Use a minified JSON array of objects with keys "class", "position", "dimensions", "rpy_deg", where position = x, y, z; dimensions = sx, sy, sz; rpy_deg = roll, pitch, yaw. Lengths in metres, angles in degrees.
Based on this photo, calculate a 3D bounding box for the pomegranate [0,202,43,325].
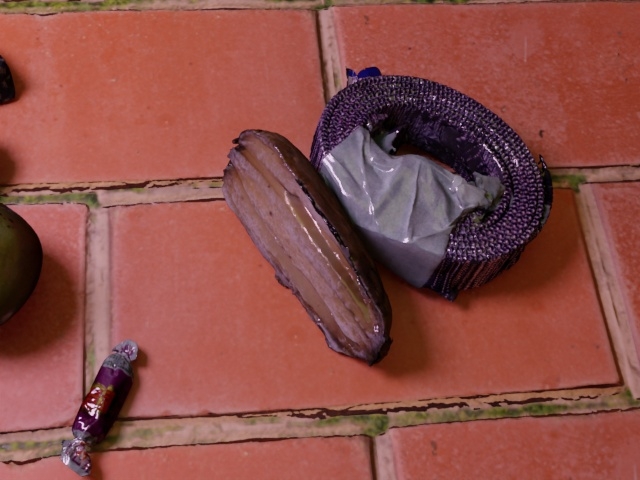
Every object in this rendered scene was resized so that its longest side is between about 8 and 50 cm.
[{"class":"pomegranate","position":[-0.425,0.049,1.096],"dimensions":[0.180,0.180,0.210],"rpy_deg":[27,92,8]}]

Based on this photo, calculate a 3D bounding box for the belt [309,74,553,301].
[{"class":"belt","position":[0.138,-0.082,1.234],"dimensions":[0.325,0.122,0.260],"rpy_deg":[34,61,6]}]

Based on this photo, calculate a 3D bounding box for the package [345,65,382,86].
[{"class":"package","position":[0.063,-0.199,1.344],"dimensions":[0.077,0.033,0.111],"rpy_deg":[1,78,-29]}]

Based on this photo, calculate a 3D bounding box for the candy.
[{"class":"candy","position":[-0.255,0.193,1.098],"dimensions":[0.045,0.043,0.175],"rpy_deg":[18,58,6]}]

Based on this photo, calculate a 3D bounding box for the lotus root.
[{"class":"lotus root","position":[0.001,0.001,1.168],"dimensions":[0.078,0.167,0.329],"rpy_deg":[-25,74,-34]}]

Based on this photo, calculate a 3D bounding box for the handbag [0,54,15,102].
[{"class":"handbag","position":[-0.495,-0.245,1.298],"dimensions":[0.115,0.072,0.139],"rpy_deg":[-19,53,-13]}]
